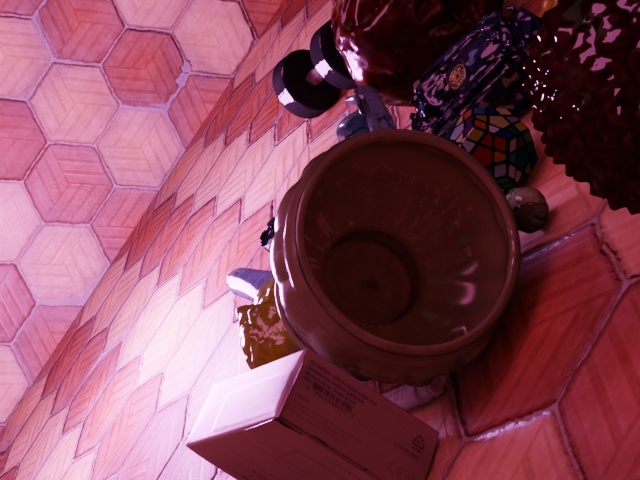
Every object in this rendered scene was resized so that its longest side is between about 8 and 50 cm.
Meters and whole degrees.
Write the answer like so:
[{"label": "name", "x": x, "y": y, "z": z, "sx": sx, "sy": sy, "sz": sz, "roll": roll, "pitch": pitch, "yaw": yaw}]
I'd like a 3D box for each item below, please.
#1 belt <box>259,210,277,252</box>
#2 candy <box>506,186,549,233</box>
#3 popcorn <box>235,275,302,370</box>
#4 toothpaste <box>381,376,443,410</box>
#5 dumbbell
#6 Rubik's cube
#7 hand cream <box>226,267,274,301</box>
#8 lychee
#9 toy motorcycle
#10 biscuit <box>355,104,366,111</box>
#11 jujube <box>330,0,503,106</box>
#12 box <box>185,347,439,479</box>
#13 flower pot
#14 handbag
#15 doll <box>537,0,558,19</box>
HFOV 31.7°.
[{"label": "belt", "x": -0.064, "y": -0.014, "z": 2.157, "sx": 0.105, "sy": 0.058, "sz": 0.140, "roll": -45, "pitch": 16, "yaw": 11}, {"label": "candy", "x": 0.218, "y": 0.014, "z": 1.434, "sx": 0.202, "sy": 0.061, "sz": 0.061, "roll": -55, "pitch": 16, "yaw": 28}, {"label": "popcorn", "x": -0.007, "y": 0.110, "z": 1.594, "sx": 0.255, "sy": 0.195, "sz": 0.256, "roll": -22, "pitch": 18, "yaw": 50}, {"label": "toothpaste", "x": 0.094, "y": 0.205, "z": 1.428, "sx": 0.190, "sy": 0.031, "sz": 0.048, "roll": -35, "pitch": 30, "yaw": 54}, {"label": "dumbbell", "x": 0.011, "y": -0.371, "z": 2.436, "sx": 0.218, "sy": 0.152, "sz": 0.152, "roll": -30, "pitch": 31, "yaw": 52}, {"label": "Rubik's cube", "x": 0.225, "y": -0.116, "z": 1.519, "sx": 0.112, "sy": 0.133, "sz": 0.133, "roll": -32, "pitch": 17, "yaw": -7}, {"label": "hand cream", "x": -0.120, "y": 0.086, "z": 2.133, "sx": 0.088, "sy": 0.055, "sz": 0.256, "roll": -52, "pitch": 19, "yaw": -14}, {"label": "lychee", "x": 0.345, "y": -0.158, "z": 1.032, "sx": 0.306, "sy": 0.306, "sz": 0.330, "roll": -57, "pitch": -10, "yaw": -5}, {"label": "toy motorcycle", "x": 0.082, "y": -0.124, "z": 1.783, "sx": 0.260, "sy": 0.154, "sz": 0.206, "roll": -112, "pitch": 18, "yaw": -50}, {"label": "biscuit", "x": 0.075, "y": -0.244, "z": 2.258, "sx": 0.048, "sy": 0.026, "sz": 0.292, "roll": 117, "pitch": 176, "yaw": -56}, {"label": "jujube", "x": 0.167, "y": -0.388, "z": 1.893, "sx": 0.276, "sy": 0.276, "sz": 0.377, "roll": -31, "pitch": 31, "yaw": 51}, {"label": "box", "x": -0.015, "y": 0.242, "z": 1.355, "sx": 0.251, "sy": 0.203, "sz": 0.106, "roll": -30, "pitch": 32, "yaw": 54}, {"label": "flower pot", "x": 0.075, "y": 0.038, "z": 1.380, "sx": 0.307, "sy": 0.307, "sz": 0.244, "roll": -64, "pitch": 5, "yaw": -23}, {"label": "handbag", "x": 0.232, "y": -0.232, "z": 1.678, "sx": 0.260, "sy": 0.113, "sz": 0.162, "roll": -44, "pitch": 30, "yaw": 29}, {"label": "doll", "x": 0.389, "y": -0.440, "z": 1.696, "sx": 0.241, "sy": 0.099, "sz": 0.135, "roll": -58, "pitch": -21, "yaw": -13}]
